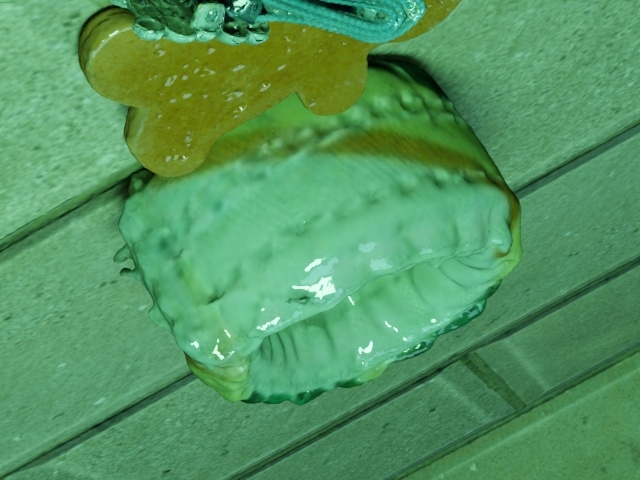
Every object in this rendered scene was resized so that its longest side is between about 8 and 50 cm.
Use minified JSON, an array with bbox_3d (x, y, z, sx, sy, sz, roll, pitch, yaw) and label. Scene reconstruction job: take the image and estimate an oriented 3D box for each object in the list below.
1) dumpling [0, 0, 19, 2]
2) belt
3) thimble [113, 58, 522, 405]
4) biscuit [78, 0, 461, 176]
[{"bbox_3d":[-0.155,-0.150,0.775,0.052,0.057,0.076,7,130,8],"label":"dumpling"},{"bbox_3d":[-0.019,-0.143,0.864,0.179,0.065,0.100,14,116,-42],"label":"belt"},{"bbox_3d":[0.000,0.000,1.127,0.288,0.167,0.254,-12,153,-36],"label":"thimble"},{"bbox_3d":[-0.020,-0.133,0.958,0.250,0.036,0.165,-26,146,-4],"label":"biscuit"}]
